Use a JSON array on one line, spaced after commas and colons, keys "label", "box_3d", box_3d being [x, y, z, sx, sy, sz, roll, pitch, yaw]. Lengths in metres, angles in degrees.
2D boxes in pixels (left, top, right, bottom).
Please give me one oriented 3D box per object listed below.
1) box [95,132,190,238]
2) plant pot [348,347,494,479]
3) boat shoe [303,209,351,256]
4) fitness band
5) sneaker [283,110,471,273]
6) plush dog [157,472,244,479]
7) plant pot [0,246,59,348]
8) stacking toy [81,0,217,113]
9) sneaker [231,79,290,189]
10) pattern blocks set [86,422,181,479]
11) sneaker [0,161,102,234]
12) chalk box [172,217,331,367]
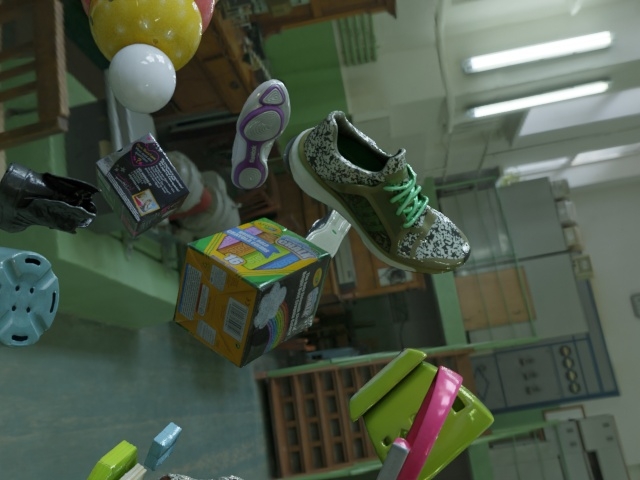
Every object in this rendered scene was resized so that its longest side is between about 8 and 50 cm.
[{"label": "box", "box_3d": [-0.413, -0.121, 1.416, 0.163, 0.142, 0.247, 57, -20, -4]}, {"label": "plant pot", "box_3d": [0.189, 0.345, 1.250, 0.207, 0.227, 0.228, 48, 0, 12]}, {"label": "boat shoe", "box_3d": [0.000, 0.000, 1.542, 0.084, 0.079, 0.233, 51, 50, -14]}, {"label": "fitness band", "box_3d": [0.150, 0.335, 0.986, 0.209, 0.054, 0.291, -33, 146, -57]}, {"label": "sneaker", "box_3d": [0.125, -0.087, 1.134, 0.158, 0.410, 0.182, -58, -174, -28]}, {"label": "plush dog", "box_3d": [-0.297, 0.724, 1.546, 0.210, 0.262, 0.225, 81, 11, -58]}, {"label": "plant pot", "box_3d": [-0.915, 0.146, 1.630, 0.341, 0.334, 0.341, 3, 90, -72]}, {"label": "stacking toy", "box_3d": [-0.330, -0.441, 1.181, 0.350, 0.350, 0.480, 71, 8, -57]}, {"label": "sneaker", "box_3d": [-0.160, -0.270, 1.471, 0.305, 0.114, 0.152, 118, -29, -43]}, {"label": "pattern blocks set", "box_3d": [-0.274, 0.346, 0.689, 0.285, 0.026, 0.325, -63, 169, 10]}, {"label": "sneaker", "box_3d": [-0.267, -0.031, 0.609, 0.170, 0.089, 0.051, -32, -140, 63]}, {"label": "chalk box", "box_3d": [-0.109, 0.081, 1.185, 0.289, 0.179, 0.180, -23, 135, -54]}]
